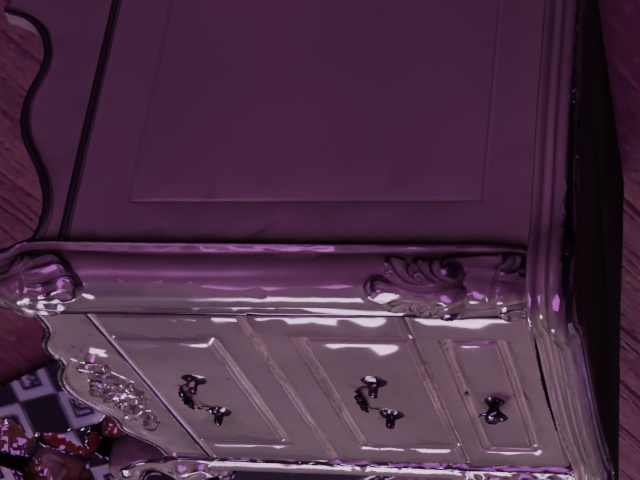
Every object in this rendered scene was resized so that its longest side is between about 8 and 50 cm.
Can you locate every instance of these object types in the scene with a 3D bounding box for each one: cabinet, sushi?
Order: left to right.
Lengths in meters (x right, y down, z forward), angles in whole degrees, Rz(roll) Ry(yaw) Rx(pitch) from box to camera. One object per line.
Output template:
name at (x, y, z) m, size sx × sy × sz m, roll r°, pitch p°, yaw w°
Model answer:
sushi at (-0.173, 0.148, 1.151) m, size 0.201 × 0.031 × 0.139 m, roll -24°, pitch 102°, yaw 23°
cabinet at (0.000, 0.000, 0.873) m, size 0.318 × 0.227 × 0.290 m, roll -1°, pitch 153°, yaw 14°

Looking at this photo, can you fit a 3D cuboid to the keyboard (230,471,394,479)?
keyboard at (-0.003, 0.154, 1.122) m, size 0.230 × 0.025 × 0.093 m, roll -25°, pitch 105°, yaw 21°
